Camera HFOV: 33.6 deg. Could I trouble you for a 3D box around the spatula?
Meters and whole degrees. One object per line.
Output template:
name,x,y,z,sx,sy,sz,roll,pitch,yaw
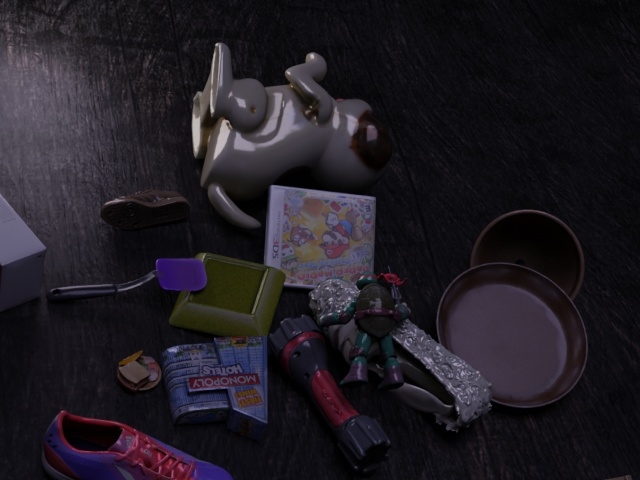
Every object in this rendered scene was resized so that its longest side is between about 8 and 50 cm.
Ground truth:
spatula,-0.359,0.082,1.974,0.296,0.030,0.084,-11,48,-10

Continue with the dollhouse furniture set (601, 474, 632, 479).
dollhouse furniture set,0.465,0.512,1.814,0.129,0.129,0.184,-3,71,-24

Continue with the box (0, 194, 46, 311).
box,-0.582,0.020,1.914,0.091,0.130,0.170,-24,56,-39

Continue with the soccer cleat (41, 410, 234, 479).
soccer cleat,-0.282,0.354,1.681,0.318,0.116,0.109,16,42,-3

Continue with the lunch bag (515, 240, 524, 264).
lunch bag,0.430,-0.002,2.341,0.067,0.098,0.065,-27,56,-36

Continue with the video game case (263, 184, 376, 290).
video game case,0.000,0.000,2.152,0.226,0.026,0.206,6,77,-15

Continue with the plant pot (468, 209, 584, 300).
plant pot,0.428,0.053,2.235,0.237,0.237,0.110,21,4,2

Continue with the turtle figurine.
turtle figurine,0.084,0.143,1.876,0.175,0.118,0.234,0,67,-8

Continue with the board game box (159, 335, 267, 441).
board game box,-0.169,0.263,1.864,0.194,0.060,0.194,-1,45,-22

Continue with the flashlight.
flashlight,0.017,0.268,1.889,0.103,0.103,0.304,31,16,-52

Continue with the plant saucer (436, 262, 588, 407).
plant saucer,0.374,0.191,2.102,0.310,0.050,0.311,6,60,-10

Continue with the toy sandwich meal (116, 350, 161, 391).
toy sandwich meal,-0.319,0.229,1.866,0.085,0.029,0.086,11,42,-10

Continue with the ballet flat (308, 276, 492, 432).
ballet flat,0.131,0.211,1.967,0.408,0.147,0.147,32,43,14

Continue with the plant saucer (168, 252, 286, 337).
plant saucer,-0.174,0.097,2.021,0.188,0.045,0.188,12,45,4

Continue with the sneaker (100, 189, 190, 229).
sneaker,-0.362,-0.067,2.154,0.188,0.066,0.071,-3,29,-30

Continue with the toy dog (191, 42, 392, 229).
toy dog,-0.046,-0.217,2.265,0.407,0.285,0.396,4,57,-17
